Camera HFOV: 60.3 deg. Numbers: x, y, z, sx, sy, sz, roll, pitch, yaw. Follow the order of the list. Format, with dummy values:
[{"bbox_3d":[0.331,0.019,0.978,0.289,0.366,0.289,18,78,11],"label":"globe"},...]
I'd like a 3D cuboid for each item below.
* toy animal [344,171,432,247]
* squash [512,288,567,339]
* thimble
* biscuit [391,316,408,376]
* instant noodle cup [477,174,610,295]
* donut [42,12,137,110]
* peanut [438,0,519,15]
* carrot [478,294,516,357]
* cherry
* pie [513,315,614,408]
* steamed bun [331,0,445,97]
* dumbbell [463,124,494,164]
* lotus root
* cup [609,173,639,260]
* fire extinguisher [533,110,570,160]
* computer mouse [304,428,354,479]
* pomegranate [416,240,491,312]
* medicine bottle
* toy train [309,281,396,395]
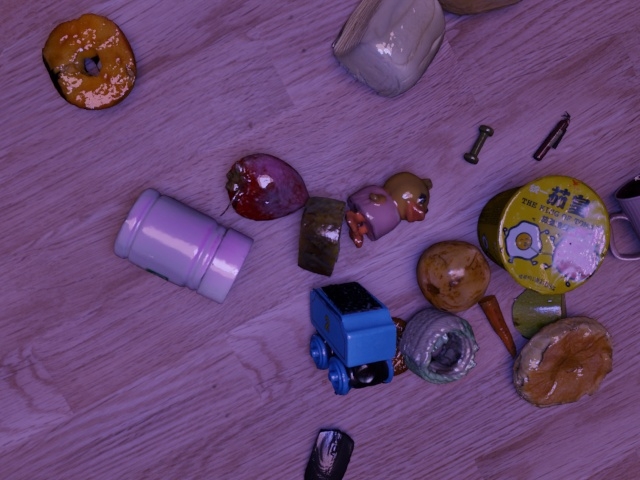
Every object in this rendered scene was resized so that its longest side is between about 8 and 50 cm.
[{"bbox_3d":[0.201,-0.101,1.598,0.281,0.195,0.169,-21,57,0],"label":"toy animal"},{"bbox_3d":[0.698,0.233,1.712,0.184,0.085,0.192,-10,95,-6],"label":"squash"},{"bbox_3d":[0.347,0.314,1.633,0.218,0.150,0.219,-4,100,-20],"label":"thimble"},{"bbox_3d":[0.214,0.328,1.699,0.187,0.027,0.188,0,95,-5],"label":"biscuit"},{"bbox_3d":[0.614,-0.025,1.594,0.325,0.254,0.326,-1,96,-6],"label":"instant noodle cup"},{"bbox_3d":[-0.616,-0.477,1.493,0.253,0.118,0.254,-1,98,-6],"label":"donut"},{"bbox_3d":[0.453,-0.734,1.563,0.339,0.158,0.174,-16,118,-1],"label":"peanut"},{"bbox_3d":[0.566,0.273,1.721,0.057,0.057,0.224,-31,101,-3],"label":"carrot"},{"bbox_3d":[-0.144,-0.142,1.546,0.249,0.175,0.192,12,104,-18],"label":"cherry"},{"bbox_3d":[0.751,0.379,1.697,0.339,0.083,0.340,-4,115,-9],"label":"pie"},{"bbox_3d":[0.222,-0.550,1.529,0.272,0.273,0.291,26,96,-23],"label":"steamed bun"},{"bbox_3d":[0.476,-0.288,1.657,0.046,0.052,0.118,29,91,20],"label":"dumbbell"},{"bbox_3d":[0.000,0.000,1.557,0.118,0.138,0.235,9,124,1],"label":"lotus root"},{"bbox_3d":[1.025,-0.060,1.659,0.288,0.208,0.273,-32,99,-3],"label":"cup"},{"bbox_3d":[0.720,-0.314,1.690,0.049,0.035,0.173,36,94,-4],"label":"fire extinguisher"},{"bbox_3d":[0.021,0.682,1.688,0.121,0.073,0.217,20,92,-7],"label":"computer mouse"},{"bbox_3d":[0.392,0.096,1.617,0.215,0.215,0.216,-1,95,-6],"label":"pomegranate"},{"bbox_3d":[-0.371,0.016,1.517,0.325,0.212,0.212,26,92,-7],"label":"medicine bottle"},{"bbox_3d":[0.079,0.261,1.547,0.187,0.300,0.265,-8,110,-19],"label":"toy train"}]
